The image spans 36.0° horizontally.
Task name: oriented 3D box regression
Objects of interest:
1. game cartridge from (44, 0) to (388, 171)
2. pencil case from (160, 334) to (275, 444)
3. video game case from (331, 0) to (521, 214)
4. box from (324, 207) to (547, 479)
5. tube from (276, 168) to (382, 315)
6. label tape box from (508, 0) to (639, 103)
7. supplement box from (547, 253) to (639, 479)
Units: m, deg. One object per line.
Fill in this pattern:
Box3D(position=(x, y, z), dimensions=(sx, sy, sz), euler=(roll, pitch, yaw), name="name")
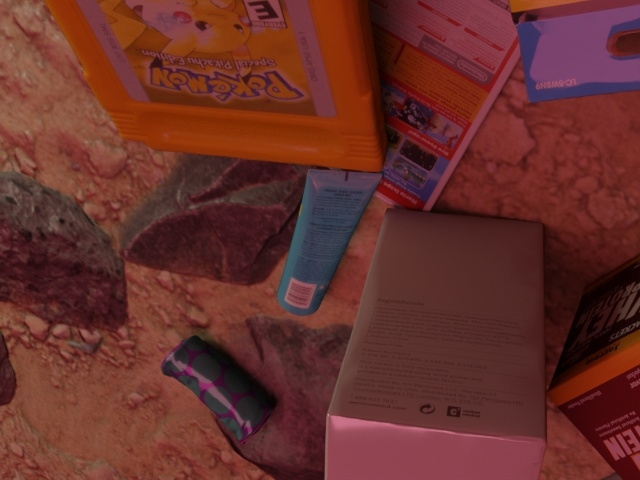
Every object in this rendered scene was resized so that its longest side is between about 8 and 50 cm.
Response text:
Box3D(position=(-0.092, -0.171, 0.889), dimensions=(0.286, 0.052, 0.323), euler=(7, 152, 13), name="game cartridge")
Box3D(position=(-0.132, 0.190, 1.263), dimensions=(0.152, 0.064, 0.070), euler=(43, 111, -1), name="pencil case")
Box3D(position=(0.077, -0.176, 0.974), dimensions=(0.204, 0.025, 0.285), euler=(32, 126, 6), name="video game case")
Box3D(position=(0.116, 0.146, 0.925), dimensions=(0.168, 0.345, 0.214), euler=(6, 121, 9), name="box")
Box3D(position=(0.000, 0.000, 1.076), dimensions=(0.080, 0.052, 0.207), euler=(-2, 139, -22), name="tube")
Box3D(position=(0.258, -0.293, 0.766), dimensions=(0.241, 0.106, 0.333), euler=(-3, 116, 27), name="label tape box")
Box3D(position=(0.337, 0.129, 0.913), dimensions=(0.191, 0.194, 0.129), euler=(48, 127, -5), name="supplement box")
